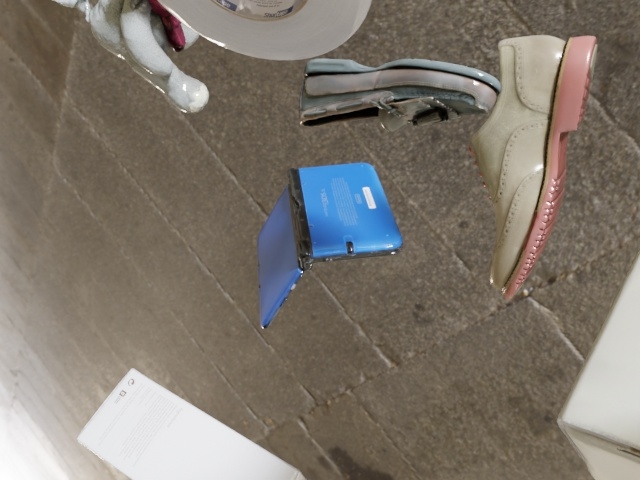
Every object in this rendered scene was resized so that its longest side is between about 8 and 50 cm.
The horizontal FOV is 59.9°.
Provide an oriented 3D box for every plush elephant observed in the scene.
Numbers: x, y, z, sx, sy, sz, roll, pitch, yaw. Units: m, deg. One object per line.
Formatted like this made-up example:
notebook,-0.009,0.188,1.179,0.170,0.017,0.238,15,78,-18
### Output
plush elephant,-0.291,-0.456,1.008,0.330,0.272,0.255,26,132,-36

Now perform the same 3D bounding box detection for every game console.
game console,0.000,0.000,1.043,0.293,0.250,0.173,-101,7,-53

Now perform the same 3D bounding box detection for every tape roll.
tape roll,-0.055,-0.258,0.478,0.219,0.072,0.219,12,158,5

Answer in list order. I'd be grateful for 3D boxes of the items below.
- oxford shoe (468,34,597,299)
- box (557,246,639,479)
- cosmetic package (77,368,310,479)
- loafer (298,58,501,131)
oxford shoe,0.262,-0.094,0.746,0.130,0.123,0.348,16,107,24
box,0.279,0.028,0.331,0.121,0.311,0.148,11,150,50
cosmetic package,-0.206,0.392,0.963,0.365,0.155,0.197,23,152,25
loafer,0.080,-0.160,0.658,0.267,0.096,0.084,18,91,41
